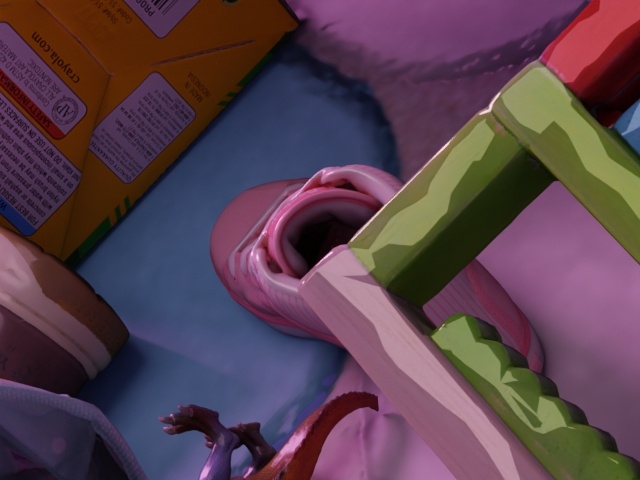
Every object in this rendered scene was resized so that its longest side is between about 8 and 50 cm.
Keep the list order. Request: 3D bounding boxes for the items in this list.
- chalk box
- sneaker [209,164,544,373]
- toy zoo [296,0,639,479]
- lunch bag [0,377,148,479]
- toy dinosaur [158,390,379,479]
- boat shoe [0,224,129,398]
[{"bbox_3d":[-0.136,-0.105,0.631,0.132,0.132,0.213,-47,40,-6],"label":"chalk box"},{"bbox_3d":[0.000,0.000,0.478,0.051,0.070,0.134,-51,40,-7],"label":"sneaker"},{"bbox_3d":[0.160,-0.022,0.314,0.293,0.030,0.192,-45,68,7],"label":"toy zoo"},{"bbox_3d":[-0.201,0.093,0.422,0.262,0.160,0.223,-17,9,-42],"label":"lunch bag"},{"bbox_3d":[-0.024,0.085,0.449,0.090,0.047,0.082,-18,64,12],"label":"toy dinosaur"},{"bbox_3d":[-0.162,0.020,0.582,0.223,0.080,0.073,15,60,40],"label":"boat shoe"}]
